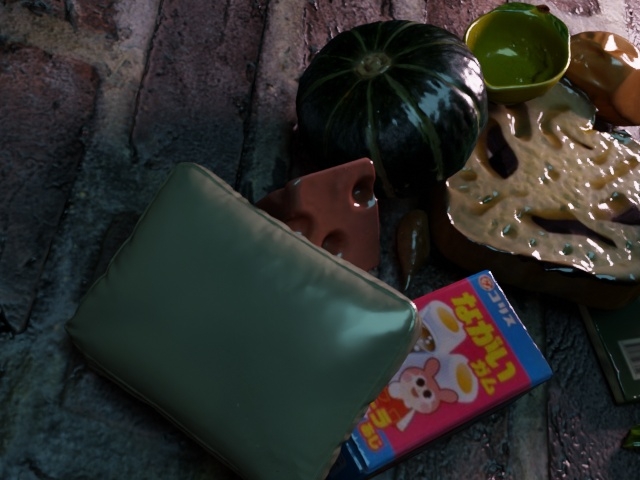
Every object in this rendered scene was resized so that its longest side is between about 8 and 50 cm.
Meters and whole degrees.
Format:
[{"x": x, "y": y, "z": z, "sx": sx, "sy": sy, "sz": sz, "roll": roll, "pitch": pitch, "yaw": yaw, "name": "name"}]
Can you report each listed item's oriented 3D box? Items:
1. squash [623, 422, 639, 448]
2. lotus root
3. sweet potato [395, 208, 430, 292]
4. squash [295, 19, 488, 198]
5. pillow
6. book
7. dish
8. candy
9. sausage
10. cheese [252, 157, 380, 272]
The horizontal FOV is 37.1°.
[{"x": 0.495, "y": 0.250, "z": 1.275, "sx": 0.200, "sy": 0.090, "sz": 0.075, "roll": -14, "pitch": 56, "yaw": -24, "name": "squash"}, {"x": 0.310, "y": -0.071, "z": 1.340, "sx": 0.375, "sy": 0.111, "sz": 0.390, "roll": -24, "pitch": 66, "yaw": -33, "name": "lotus root"}, {"x": 0.117, "y": 0.016, "z": 1.259, "sx": 0.049, "sy": 0.049, "sz": 0.117, "roll": 18, "pitch": 62, "yaw": -14, "name": "sweet potato"}, {"x": 0.090, "y": -0.174, "z": 1.249, "sx": 0.252, "sy": 0.165, "sz": 0.252, "roll": -11, "pitch": 53, "yaw": 15, "name": "squash"}, {"x": -0.086, "y": 0.094, "z": 0.999, "sx": 0.322, "sy": 0.120, "sz": 0.255, "roll": 34, "pitch": 89, "yaw": 14, "name": "pillow"}, {"x": 0.537, "y": 0.096, "z": 1.406, "sx": 0.371, "sy": 0.043, "sz": 0.260, "roll": -3, "pitch": 63, "yaw": -24, "name": "book"}, {"x": 0.269, "y": -0.251, "z": 1.347, "sx": 0.149, "sy": 0.080, "sz": 0.207, "roll": 31, "pitch": 55, "yaw": 13, "name": "dish"}, {"x": 0.116, "y": 0.162, "z": 1.138, "sx": 0.306, "sy": 0.100, "sz": 0.157, "roll": -20, "pitch": 70, "yaw": -32, "name": "candy"}, {"x": 0.460, "y": -0.250, "z": 1.498, "sx": 0.241, "sy": 0.120, "sz": 0.136, "roll": 18, "pitch": 22, "yaw": -46, "name": "sausage"}, {"x": 0.000, "y": 0.025, "z": 1.125, "sx": 0.128, "sy": 0.203, "sz": 0.177, "roll": -19, "pitch": 85, "yaw": -34, "name": "cheese"}]
